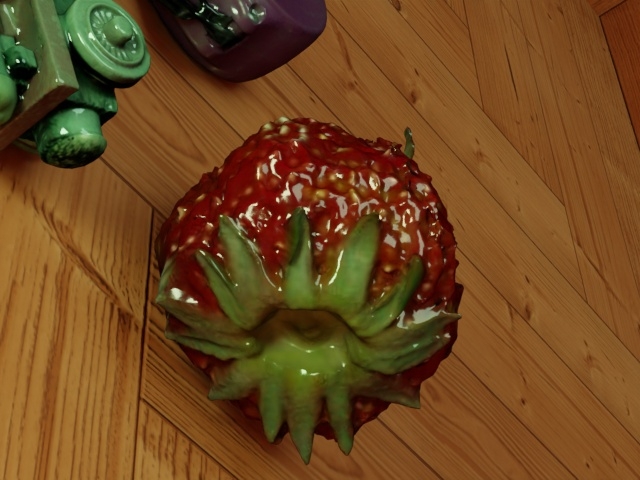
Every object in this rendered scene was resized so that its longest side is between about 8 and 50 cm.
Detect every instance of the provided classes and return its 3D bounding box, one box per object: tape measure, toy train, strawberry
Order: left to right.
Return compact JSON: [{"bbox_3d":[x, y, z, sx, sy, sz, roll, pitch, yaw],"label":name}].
[{"bbox_3d":[-0.271,-0.201,1.352,0.221,0.150,0.304,10,53,-50],"label":"toy train"},{"bbox_3d":[-0.100,-0.294,1.817,0.231,0.149,0.245,60,22,6],"label":"tape measure"},{"bbox_3d":[0.002,0.000,1.480,0.292,0.292,0.343,49,27,-24],"label":"strawberry"}]
